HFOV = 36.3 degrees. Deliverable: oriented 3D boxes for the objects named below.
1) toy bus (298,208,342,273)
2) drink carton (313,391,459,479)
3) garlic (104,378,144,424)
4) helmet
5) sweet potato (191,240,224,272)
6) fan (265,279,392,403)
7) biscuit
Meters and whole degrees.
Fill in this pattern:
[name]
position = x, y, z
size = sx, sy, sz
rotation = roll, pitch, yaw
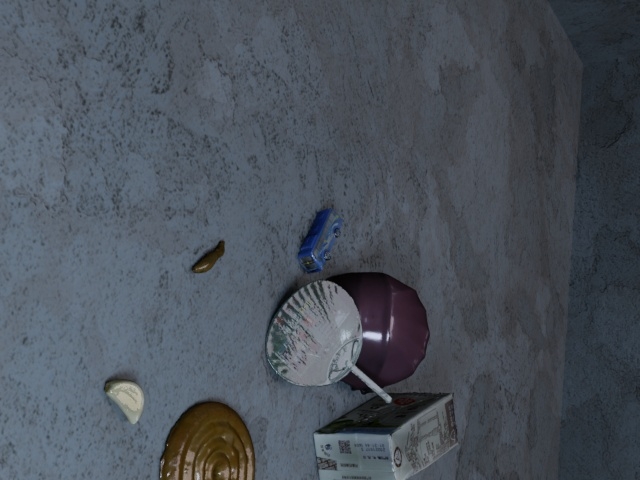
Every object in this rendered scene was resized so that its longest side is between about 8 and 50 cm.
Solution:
[toy bus]
position = 0.000, 0.000, 2.109
size = 0.061, 0.051, 0.153
rotation = 49, 45, -26
[drink carton]
position = 0.153, 0.438, 2.159
size = 0.324, 0.194, 0.132
rotation = -13, 95, -58
[garlic]
position = -0.314, 0.253, 1.577
size = 0.083, 0.041, 0.053
rotation = 54, 56, -29
[helmet]
position = 0.143, 0.200, 2.178
size = 0.338, 0.197, 0.271
rotation = 32, 57, -51
[sweet potato]
position = -0.201, 0.034, 1.801
size = 0.115, 0.026, 0.026
rotation = -46, 124, -53
[fan]
position = 0.003, 0.233, 1.986
size = 0.223, 0.012, 0.295
rotation = -21, 90, -24
[biscuit]
position = -0.193, 0.417, 1.751
size = 0.262, 0.037, 0.262
rotation = 10, 78, -58
